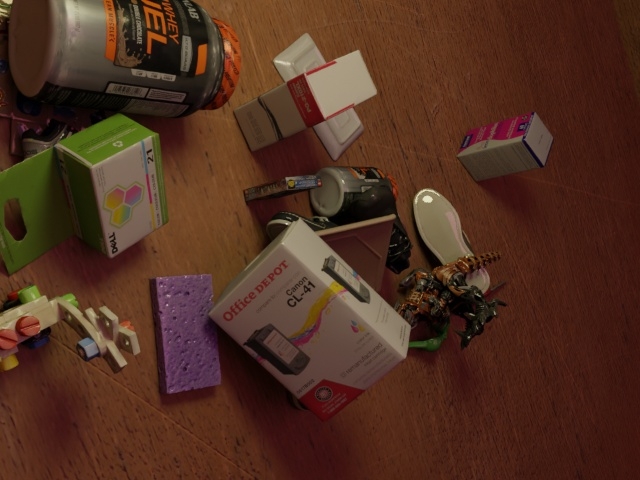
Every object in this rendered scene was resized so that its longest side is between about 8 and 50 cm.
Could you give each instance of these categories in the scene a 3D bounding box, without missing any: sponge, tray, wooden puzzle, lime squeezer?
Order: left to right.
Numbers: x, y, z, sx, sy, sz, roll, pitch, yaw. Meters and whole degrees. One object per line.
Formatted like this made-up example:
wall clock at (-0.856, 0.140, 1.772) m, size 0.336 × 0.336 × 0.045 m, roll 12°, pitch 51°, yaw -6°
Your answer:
sponge at (-0.245, 0.168, 1.269) m, size 0.117 × 0.031 × 0.210 m, roll -3°, pitch 86°, yaw -43°
tray at (0.008, -0.331, 1.586) m, size 0.145 × 0.030 × 0.270 m, roll -49°, pitch 116°, yaw -35°
wooden puzzle at (0.037, 0.050, 1.420) m, size 0.221 × 0.044 × 0.238 m, roll -13°, pitch 136°, yaw -24°
lime squeezer at (0.273, 0.211, 1.742) m, size 0.110 × 0.059 × 0.310 m, roll 39°, pitch 53°, yaw 7°

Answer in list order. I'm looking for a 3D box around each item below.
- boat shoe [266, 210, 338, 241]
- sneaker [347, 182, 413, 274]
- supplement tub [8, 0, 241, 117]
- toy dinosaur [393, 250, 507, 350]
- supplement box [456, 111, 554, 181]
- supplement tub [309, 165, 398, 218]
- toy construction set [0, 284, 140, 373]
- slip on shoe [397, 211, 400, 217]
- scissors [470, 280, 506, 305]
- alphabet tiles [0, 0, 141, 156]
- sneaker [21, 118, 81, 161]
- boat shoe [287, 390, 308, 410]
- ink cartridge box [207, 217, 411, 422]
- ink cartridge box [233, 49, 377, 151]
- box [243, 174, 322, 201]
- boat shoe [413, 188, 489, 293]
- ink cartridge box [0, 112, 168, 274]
boat shoe at (0.000, 0.000, 1.477) m, size 0.302 × 0.114 × 0.091 m, roll 38°, pitch 58°, yaw -47°
sneaker at (0.146, -0.021, 1.501) m, size 0.130 × 0.109 × 0.286 m, roll 56°, pitch 0°, yaw 30°
supplement tub at (-0.314, -0.314, 1.148) m, size 0.338 × 0.207 × 0.207 m, roll -3°, pitch 85°, yaw -44°
toy dinosaur at (0.318, 0.129, 1.665) m, size 0.322 × 0.218 × 0.164 m, roll -44°, pitch 160°, yaw 3°
supplement box at (0.506, -0.254, 1.906) m, size 0.114 × 0.220 × 0.111 m, roll 44°, pitch 56°, yaw -28°
supplement tub at (0.079, -0.108, 1.557) m, size 0.190 × 0.117 × 0.116 m, roll -5°, pitch 87°, yaw -44°
toy construction set at (-0.431, 0.144, 0.974) m, size 0.328 × 0.215 × 0.151 m, roll -10°, pitch 90°, yaw -43°
slip on shoe at (0.163, -0.025, 1.669) m, size 0.041 × 0.051 × 0.135 m, roll -15°, pitch 101°, yaw -46°
scissors at (0.445, 0.153, 1.911) m, size 0.021 × 0.109 × 0.297 m, roll 52°, pitch 22°, yaw 12°
alphabet tiles at (-0.435, -0.299, 1.182) m, size 0.285 × 0.011 × 0.342 m, roll 6°, pitch 79°, yaw -43°
sneaker at (-0.409, -0.167, 1.132) m, size 0.170 × 0.063 × 0.074 m, roll -23°, pitch 105°, yaw -38°
boat shoe at (0.026, 0.243, 1.465) m, size 0.095 × 0.095 × 0.257 m, roll 39°, pitch 59°, yaw -32°
ink cartridge box at (-0.017, 0.150, 1.284) m, size 0.306 × 0.226 × 0.131 m, roll 43°, pitch 24°, yaw -8°
ink cartridge box at (-0.035, -0.279, 1.397) m, size 0.172 × 0.237 × 0.100 m, roll -34°, pitch 104°, yaw -40°
box at (-0.077, -0.105, 1.397) m, size 0.094 × 0.137 × 0.027 m, roll -9°, pitch 89°, yaw -43°
boat shoe at (0.327, 0.007, 1.783) m, size 0.109 × 0.091 × 0.305 m, roll -30°, pitch 90°, yaw 1°
ink cartridge box at (-0.372, -0.056, 1.085) m, size 0.255 × 0.097 × 0.188 m, roll -40°, pitch 147°, yaw -38°
